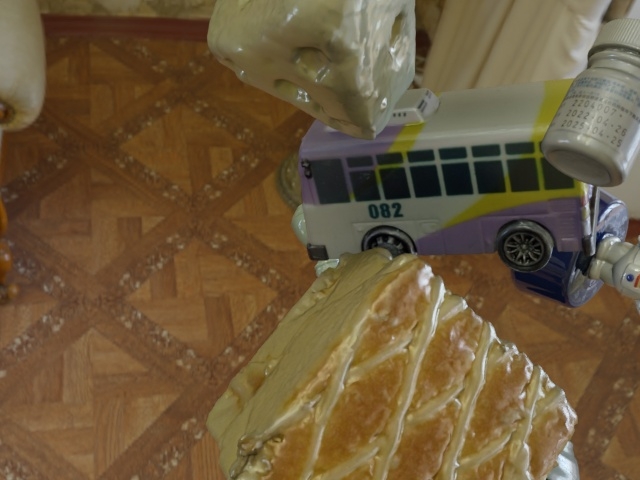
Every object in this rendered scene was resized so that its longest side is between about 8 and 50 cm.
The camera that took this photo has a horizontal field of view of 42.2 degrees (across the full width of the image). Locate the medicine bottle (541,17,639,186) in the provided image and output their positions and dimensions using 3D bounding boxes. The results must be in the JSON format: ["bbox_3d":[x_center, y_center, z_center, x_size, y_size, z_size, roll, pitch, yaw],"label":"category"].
[{"bbox_3d":[0.329,-0.153,0.939,0.105,0.105,0.168,28,81,13],"label":"medicine bottle"}]

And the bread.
[{"bbox_3d":[0.084,0.250,1.130,0.371,0.279,0.390,41,75,-13],"label":"bread"}]

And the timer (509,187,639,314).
[{"bbox_3d":[0.601,0.056,1.634,0.383,0.270,0.270,29,49,35],"label":"timer"}]

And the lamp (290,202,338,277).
[{"bbox_3d":[0.000,0.000,1.820,0.106,0.106,0.193,-11,73,-20],"label":"lamp"}]

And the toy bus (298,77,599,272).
[{"bbox_3d":[0.185,-0.105,1.267,0.440,0.249,0.209,-2,30,23],"label":"toy bus"}]

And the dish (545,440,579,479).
[{"bbox_3d":[0.482,0.447,1.904,0.316,0.316,0.106,38,91,20],"label":"dish"}]

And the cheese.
[{"bbox_3d":[-0.011,-0.256,0.927,0.251,0.248,0.173,25,66,7],"label":"cheese"}]
